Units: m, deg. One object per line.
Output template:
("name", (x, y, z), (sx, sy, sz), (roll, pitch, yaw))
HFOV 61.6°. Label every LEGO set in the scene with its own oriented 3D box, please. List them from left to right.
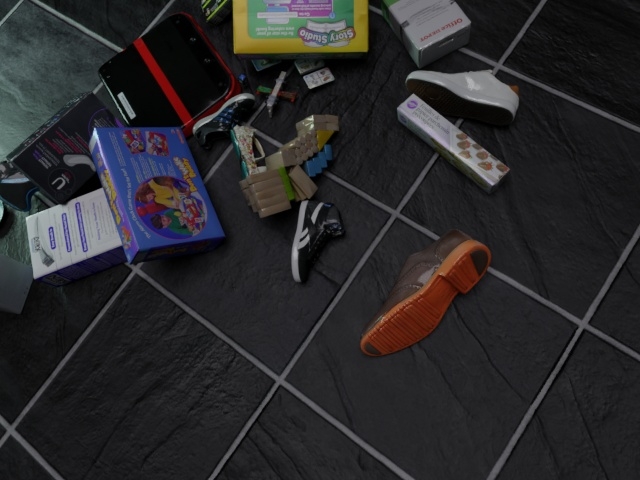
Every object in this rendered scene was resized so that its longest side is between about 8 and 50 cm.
("LEGO set", (-0.105, -0.464, 1.533), (0.244, 0.060, 0.183), (-24, 66, -8))

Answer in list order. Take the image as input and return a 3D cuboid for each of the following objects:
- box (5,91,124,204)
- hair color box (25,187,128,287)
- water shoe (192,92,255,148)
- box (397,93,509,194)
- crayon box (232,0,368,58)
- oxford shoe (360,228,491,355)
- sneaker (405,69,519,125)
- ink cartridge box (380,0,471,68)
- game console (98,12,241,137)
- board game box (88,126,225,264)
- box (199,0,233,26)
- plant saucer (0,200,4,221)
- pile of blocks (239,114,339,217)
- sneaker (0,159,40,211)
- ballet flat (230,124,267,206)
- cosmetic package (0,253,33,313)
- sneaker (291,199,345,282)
("box", (-0.675, -0.252, 1.452), (0.270, 0.165, 0.143), (-49, 34, -17))
("hair color box", (-0.594, -0.024, 1.433), (0.338, 0.110, 0.185), (-20, 69, 1))
("water shoe", (-0.256, -0.327, 1.495), (0.203, 0.073, 0.080), (-31, 69, 9))
("box", (0.331, -0.246, 1.361), (0.063, 0.067, 0.324), (-43, 71, -6))
("crayon box", (-0.052, -0.660, 1.453), (0.362, 0.106, 0.313), (0, 100, 1))
("oxford shoe", (0.224, 0.122, 1.250), (0.363, 0.130, 0.133), (-42, 37, 2))
("sneaker", (0.369, -0.393, 1.393), (0.290, 0.106, 0.123), (21, 67, 8))
("ink cartridge box", (0.287, -0.605, 1.472), (0.160, 0.092, 0.220), (-27, 70, 1))
("game console", (-0.449, -0.468, 1.589), (0.342, 0.060, 0.387), (-36, 69, 3))
("board game box", (-0.416, -0.126, 1.364), (0.233, 0.078, 0.347), (-10, 68, -40))
("box", (-0.293, -0.779, 1.622), (0.190, 0.045, 0.184), (-33, 68, 28))
("plant saucer", (-0.970, -0.072, 1.562), (0.119, 0.021, 0.120), (-3, 71, 9))
("pile of blocks", (-0.074, -0.187, 1.396), (0.149, 0.112, 0.362), (51, 60, -19))
("sneaker", (-0.779, -0.228, 1.549), (0.341, 0.125, 0.140), (-44, 98, -9))
("ballet flat", (-0.182, -0.206, 1.435), (0.077, 0.091, 0.241), (-10, 73, -17))
("cosmetic package", (-0.923, 0.088, 1.393), (0.223, 0.225, 0.138), (7, 73, 12))
("sneaker", (0.000, 0.000, 1.331), (0.121, 0.079, 0.217), (2, 71, 13))
